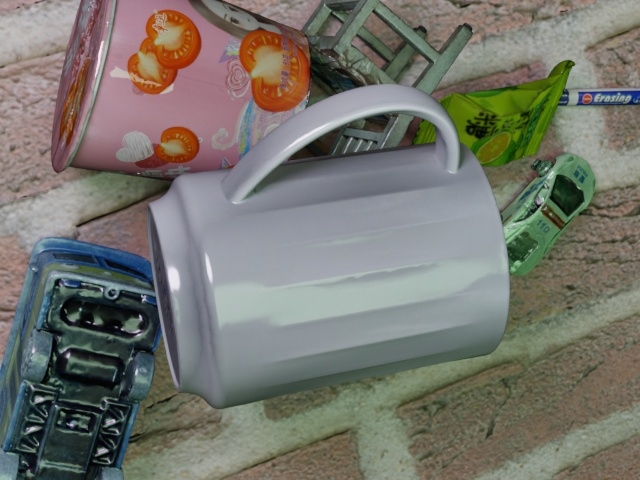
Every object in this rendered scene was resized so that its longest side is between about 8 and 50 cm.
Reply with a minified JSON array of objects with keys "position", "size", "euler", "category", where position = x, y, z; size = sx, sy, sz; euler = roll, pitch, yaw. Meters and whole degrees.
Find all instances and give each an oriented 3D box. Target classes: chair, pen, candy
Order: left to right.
[{"position":[0.033,-0.180,1.280],"size":[0.147,0.136,0.270],"euler":[36,85,-25],"category":"chair"},{"position":[0.210,-0.139,1.351],"size":[0.246,0.069,0.149],"euler":[-12,142,-28],"category":"candy"},{"position":[0.362,-0.191,1.456],"size":[0.204,0.025,0.025],"euler":[-3,106,-17],"category":"pen"}]

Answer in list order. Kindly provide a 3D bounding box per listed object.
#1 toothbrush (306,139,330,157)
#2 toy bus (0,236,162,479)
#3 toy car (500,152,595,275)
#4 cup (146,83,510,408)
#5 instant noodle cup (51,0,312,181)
[{"position":[-0.055,-0.174,1.331],"size":[0.031,0.023,0.321],"euler":[-43,112,5],"category":"toothbrush"},{"position":[-0.289,0.172,1.262],"size":[0.152,0.190,0.312],"euler":[14,101,-20],"category":"toy bus"},{"position":[0.296,-0.037,1.462],"size":[0.093,0.058,0.186],"euler":[42,90,-21],"category":"toy car"},{"position":[0.000,0.000,1.095],"size":[0.326,0.237,0.323],"euler":[-8,128,-13],"category":"cup"},{"position":[-0.152,-0.165,1.186],"size":[0.231,0.243,0.243],"euler":[13,101,-22],"category":"instant noodle cup"}]
